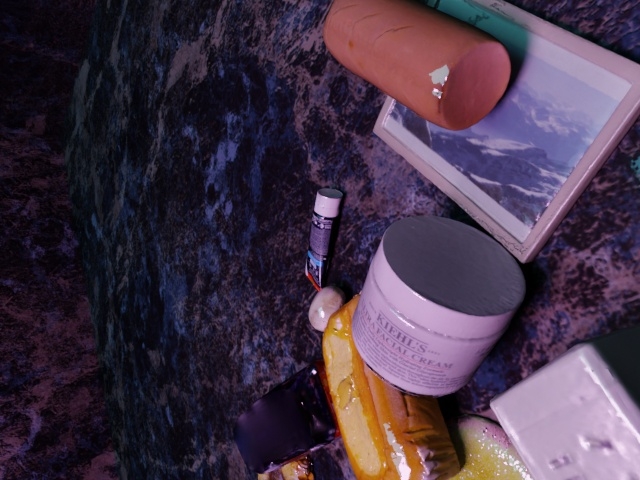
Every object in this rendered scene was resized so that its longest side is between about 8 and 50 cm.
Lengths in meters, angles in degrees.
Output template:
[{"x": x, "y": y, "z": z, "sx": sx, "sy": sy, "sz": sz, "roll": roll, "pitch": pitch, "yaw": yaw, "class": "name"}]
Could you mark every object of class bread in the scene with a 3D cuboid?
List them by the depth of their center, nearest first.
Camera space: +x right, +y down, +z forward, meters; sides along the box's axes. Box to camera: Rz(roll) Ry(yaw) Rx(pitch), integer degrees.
[{"x": 0.217, "y": 0.353, "z": 0.705, "sx": 0.229, "sy": 0.034, "sz": 0.228, "roll": 8, "pitch": 100, "yaw": 52, "class": "bread"}, {"x": 0.092, "y": 0.223, "z": 0.766, "sx": 0.152, "sy": 0.120, "sz": 0.288, "roll": -49, "pitch": 46, "yaw": 42, "class": "bread"}]

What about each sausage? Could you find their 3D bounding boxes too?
[{"x": 0.107, "y": -0.254, "z": 0.695, "sx": 0.304, "sy": 0.121, "sz": 0.121, "roll": 49, "pitch": 130, "yaw": 42, "class": "sausage"}]

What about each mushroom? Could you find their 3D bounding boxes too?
[{"x": 0.016, "y": 0.121, "z": 0.922, "sx": 0.068, "sy": 0.083, "sz": 0.083, "roll": 23, "pitch": 118, "yaw": 6, "class": "mushroom"}]

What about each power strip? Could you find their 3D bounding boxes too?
[{"x": 0.299, "y": 0.212, "z": 0.497, "sx": 0.140, "sy": 0.139, "sz": 0.224, "roll": -53, "pitch": 53, "yaw": 40, "class": "power strip"}]

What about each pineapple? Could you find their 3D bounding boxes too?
[{"x": -0.081, "y": 0.494, "z": 1.101, "sx": 0.221, "sy": 0.048, "sz": 0.220, "roll": 9, "pitch": 101, "yaw": 53, "class": "pineapple"}]

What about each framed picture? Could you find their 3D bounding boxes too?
[{"x": 0.211, "y": -0.169, "z": 0.679, "sx": 0.335, "sy": 0.022, "sz": 0.247, "roll": 52, "pitch": 131, "yaw": 38, "class": "framed picture"}]

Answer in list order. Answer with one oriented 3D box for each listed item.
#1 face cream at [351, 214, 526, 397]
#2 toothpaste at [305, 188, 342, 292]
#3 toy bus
[{"x": 0.139, "y": 0.080, "z": 0.653, "sx": 0.177, "sy": 0.178, "sz": 0.152, "roll": 51, "pitch": 139, "yaw": 38, "class": "face cream"}, {"x": 0.000, "y": 0.000, "z": 0.959, "sx": 0.071, "sy": 0.045, "sz": 0.193, "roll": 47, "pitch": 135, "yaw": 50, "class": "toothpaste"}, {"x": -0.033, "y": 0.317, "z": 0.938, "sx": 0.302, "sy": 0.147, "sz": 0.127, "roll": -49, "pitch": 55, "yaw": 45, "class": "toy bus"}]
